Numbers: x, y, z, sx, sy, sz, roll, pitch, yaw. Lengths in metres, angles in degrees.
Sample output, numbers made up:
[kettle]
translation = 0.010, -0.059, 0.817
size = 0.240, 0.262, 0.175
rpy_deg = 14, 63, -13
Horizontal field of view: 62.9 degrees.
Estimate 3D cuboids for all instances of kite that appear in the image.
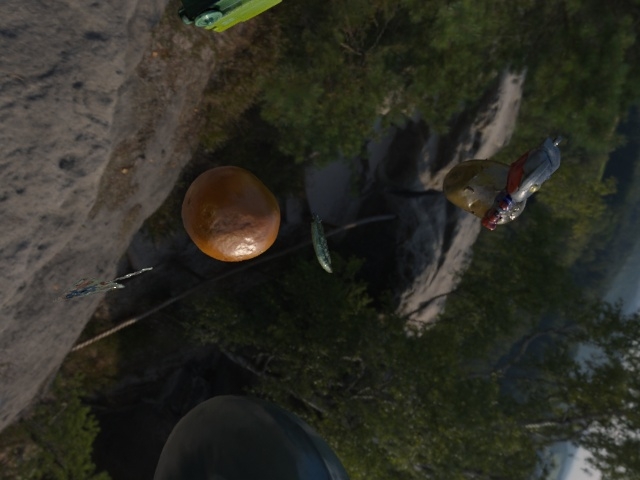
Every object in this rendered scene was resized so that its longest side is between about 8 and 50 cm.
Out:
[kite]
translation = -0.665, 0.136, 1.588
size = 0.315, 0.011, 0.335
rpy_deg = -20, 173, -6

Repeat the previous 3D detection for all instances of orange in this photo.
[orange]
translation = -0.233, -0.071, 1.381
size = 0.261, 0.261, 0.261
rpy_deg = -38, 140, -40

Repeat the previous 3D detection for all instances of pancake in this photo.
[pancake]
translation = 0.003, 0.005, 0.991
size = 0.129, 0.023, 0.116
rpy_deg = 18, 59, -84

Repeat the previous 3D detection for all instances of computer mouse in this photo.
[computer mouse]
translation = -0.056, 0.283, 0.404
size = 0.122, 0.188, 0.370
rpy_deg = 2, 112, -47

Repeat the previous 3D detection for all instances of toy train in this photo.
[toy train]
translation = -0.273, -0.863, 1.793
size = 0.179, 0.443, 0.272
rpy_deg = 69, 23, -7

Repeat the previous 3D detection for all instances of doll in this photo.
[doll]
translation = 0.341, -0.099, 0.889
size = 0.104, 0.062, 0.194
rpy_deg = -20, 149, -45

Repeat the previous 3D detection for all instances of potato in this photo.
[potato]
translation = 0.357, -0.111, 1.134
size = 0.137, 0.176, 0.137
rpy_deg = -57, 180, 0
